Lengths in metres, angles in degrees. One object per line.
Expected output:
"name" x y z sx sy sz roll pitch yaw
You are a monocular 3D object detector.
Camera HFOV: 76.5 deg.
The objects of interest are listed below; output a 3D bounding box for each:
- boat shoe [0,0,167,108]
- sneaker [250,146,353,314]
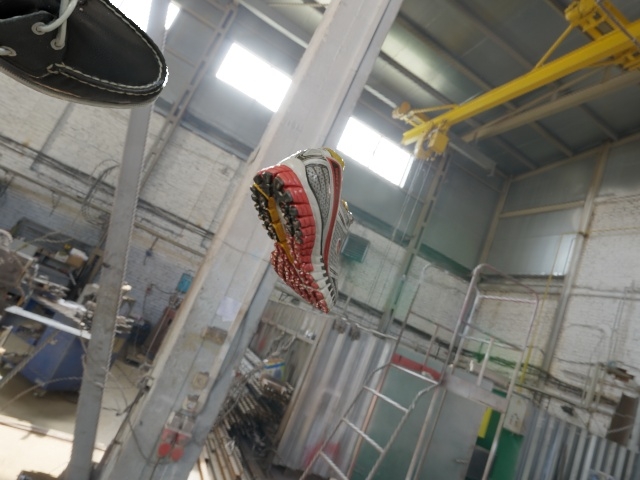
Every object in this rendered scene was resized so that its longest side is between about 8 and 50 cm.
"boat shoe" -0.258 -0.200 0.329 0.091 0.114 0.303 9 -3 45
"sneaker" 0.000 0.000 0.444 0.088 0.093 0.225 35 -29 28
